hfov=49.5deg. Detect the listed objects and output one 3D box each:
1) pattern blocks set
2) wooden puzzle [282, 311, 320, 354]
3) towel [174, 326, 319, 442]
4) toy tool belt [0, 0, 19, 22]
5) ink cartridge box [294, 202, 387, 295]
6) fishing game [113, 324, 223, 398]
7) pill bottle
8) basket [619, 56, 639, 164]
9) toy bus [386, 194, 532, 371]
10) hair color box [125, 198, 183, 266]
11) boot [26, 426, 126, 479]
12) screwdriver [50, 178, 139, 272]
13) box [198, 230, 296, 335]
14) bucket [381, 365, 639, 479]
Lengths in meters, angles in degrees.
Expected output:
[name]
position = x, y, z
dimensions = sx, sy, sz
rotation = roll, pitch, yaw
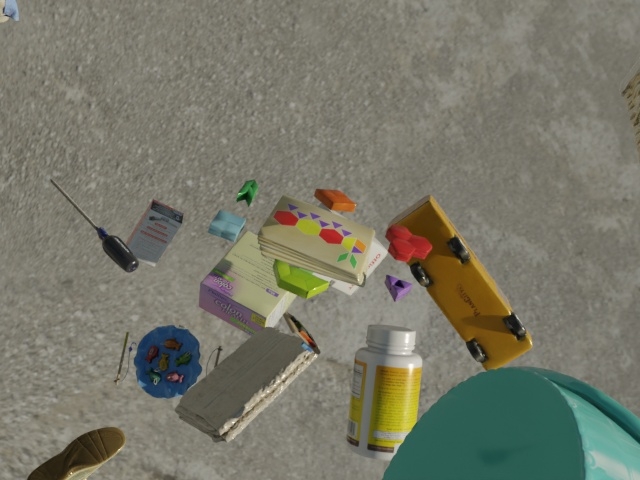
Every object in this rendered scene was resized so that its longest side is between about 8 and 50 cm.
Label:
[pattern blocks set]
position = 0.000, 0.000, 1.108
dimensions = 0.325, 0.026, 0.285
rotation = 27, 36, 10
[wooden puzzle]
position = -0.031, 0.159, 1.202
dimensions = 0.014, 0.116, 0.078
rotation = -43, 128, 4
[towel]
position = -0.148, 0.286, 1.413
dimensions = 0.282, 0.187, 0.049
rotation = -39, 119, -28
[toy tool belt]
position = -0.214, -0.160, 0.446
dimensions = 0.051, 0.052, 0.083
rotation = -39, 141, -43
[ink cartridge box]
position = 0.040, 0.027, 1.750
dimensions = 0.160, 0.092, 0.219
rotation = -49, 136, 10
[fishing game]
position = -0.383, 0.301, 1.738
dimensions = 0.264, 0.041, 0.189
rotation = 10, 78, 12
[pill bottle]
position = 0.111, 0.257, 1.194
dimensions = 0.117, 0.117, 0.215
rotation = 6, 89, -29
[basket]
position = 0.761, -0.263, 1.196
dimensions = 0.328, 0.331, 0.266
rotation = 19, 47, -5
[toy bus]
position = 0.262, 0.080, 1.319
dimensions = 0.332, 0.108, 0.130
rotation = 53, 14, -4
[hair color box]
position = -0.443, -0.019, 1.845
dimensions = 0.093, 0.167, 0.053
rotation = 27, 31, -22
[boot]
position = -0.524, 0.498, 1.524
dimensions = 0.213, 0.165, 0.077
rotation = -30, 67, -24
[screwdriver]
position = -0.271, -0.023, 0.831
dimensions = 0.025, 0.024, 0.170
rotation = -27, 62, -34
[box]
position = -0.186, 0.125, 1.965
dimensions = 0.214, 0.117, 0.243
rotation = 27, 48, 11
[bucket]
position = 0.171, 0.242, 0.530
dimensions = 0.183, 0.281, 0.281
rotation = 33, 63, -16
